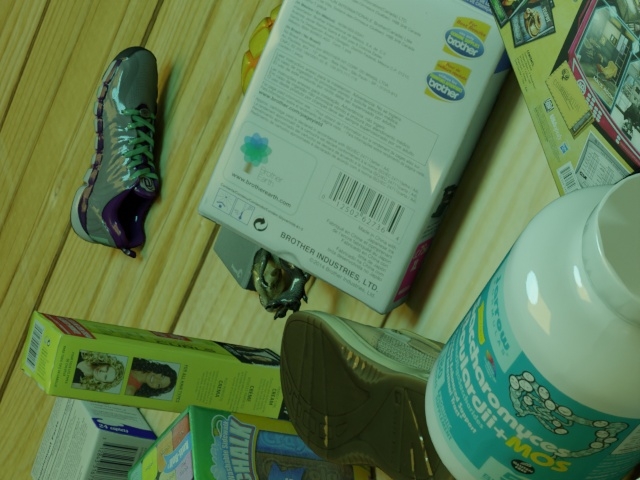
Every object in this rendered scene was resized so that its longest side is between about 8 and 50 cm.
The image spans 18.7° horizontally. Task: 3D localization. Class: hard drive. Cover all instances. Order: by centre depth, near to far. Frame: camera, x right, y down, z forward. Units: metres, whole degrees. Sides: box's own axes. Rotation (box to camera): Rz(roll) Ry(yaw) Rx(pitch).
[{"bbox_3d":[-0.058,-0.030,1.848,0.135,0.022,0.094,-68,29,17],"label":"hard drive"}]

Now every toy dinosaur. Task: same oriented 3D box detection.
[{"bbox_3d":[0.000,0.000,1.690,0.268,0.064,0.118,-47,33,39],"label":"toy dinosaur"}]

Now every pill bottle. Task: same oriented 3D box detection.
[{"bbox_3d":[0.165,0.061,1.186,0.264,0.146,0.146,115,155,-58],"label":"pill bottle"}]

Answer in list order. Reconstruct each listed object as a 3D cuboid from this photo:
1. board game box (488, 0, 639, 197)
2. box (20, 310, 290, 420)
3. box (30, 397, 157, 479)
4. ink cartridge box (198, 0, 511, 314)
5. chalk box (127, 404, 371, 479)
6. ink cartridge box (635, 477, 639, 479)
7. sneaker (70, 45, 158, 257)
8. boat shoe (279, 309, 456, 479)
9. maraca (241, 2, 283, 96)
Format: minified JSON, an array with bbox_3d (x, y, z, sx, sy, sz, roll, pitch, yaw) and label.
[{"bbox_3d":[0.177,-0.159,1.187,0.165,0.042,0.243,-35,67,45],"label":"board game box"},{"bbox_3d":[-0.139,0.114,1.709,0.087,0.232,0.058,28,106,63],"label":"box"},{"bbox_3d":[-0.237,0.226,2.019,0.137,0.072,0.126,45,118,58],"label":"box"},{"bbox_3d":[0.041,-0.118,1.549,0.186,0.065,0.311,29,112,16],"label":"ink cartridge box"},{"bbox_3d":[-0.077,0.223,1.564,0.132,0.213,0.132,-45,41,45],"label":"chalk box"},{"bbox_3d":[0.222,0.164,1.041,0.115,0.198,0.067,-41,44,48],"label":"ink cartridge box"},{"bbox_3d":[-0.198,-0.095,2.110,0.098,0.083,0.223,23,104,42],"label":"sneaker"},{"bbox_3d":[0.063,0.120,1.478,0.302,0.098,0.109,18,108,61],"label":"boat shoe"},{"bbox_3d":[-0.003,-0.179,1.737,0.127,0.099,0.185,12,64,55],"label":"maraca"}]
